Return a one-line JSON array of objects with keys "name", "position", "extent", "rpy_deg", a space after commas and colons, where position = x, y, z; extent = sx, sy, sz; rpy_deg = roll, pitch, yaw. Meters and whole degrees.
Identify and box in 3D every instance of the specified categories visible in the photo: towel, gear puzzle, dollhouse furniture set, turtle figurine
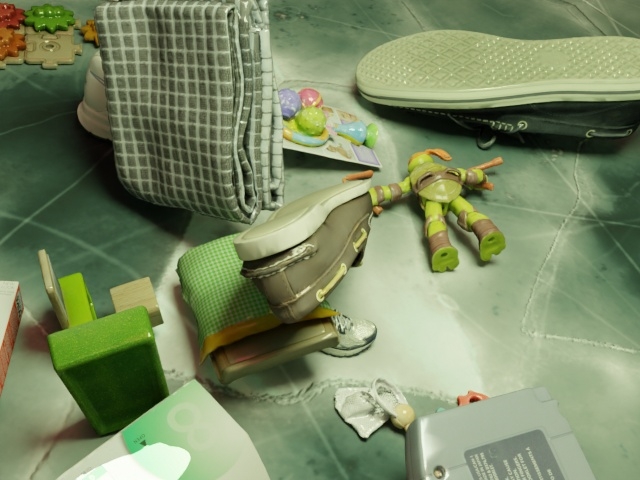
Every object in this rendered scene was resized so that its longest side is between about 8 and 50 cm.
[{"name": "towel", "position": [-0.165, -0.175, 1.032], "extent": [0.235, 0.284, 0.121], "rpy_deg": [13, 25, 38]}, {"name": "gear puzzle", "position": [-0.483, -0.351, 1.353], "extent": [0.338, 0.044, 0.175], "rpy_deg": [-3, 46, -15]}, {"name": "dollhouse furniture set", "position": [-0.141, 0.054, 0.905], "extent": [0.301, 0.151, 0.198], "rpy_deg": [-18, 51, -12]}, {"name": "turtle figurine", "position": [0.184, -0.065, 1.184], "extent": [0.269, 0.087, 0.217], "rpy_deg": [-7, 47, -19]}]

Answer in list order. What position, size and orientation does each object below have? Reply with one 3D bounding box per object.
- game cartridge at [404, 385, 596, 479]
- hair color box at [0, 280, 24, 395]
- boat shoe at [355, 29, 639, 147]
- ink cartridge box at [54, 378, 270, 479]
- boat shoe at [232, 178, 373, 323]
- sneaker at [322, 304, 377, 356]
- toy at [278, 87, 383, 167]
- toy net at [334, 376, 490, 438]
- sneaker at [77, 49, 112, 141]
[{"name": "game cartridge", "position": [0.201, 0.301, 0.805], "extent": [0.196, 0.060, 0.294], "rpy_deg": [-7, 61, -24]}, {"name": "hair color box", "position": [-0.391, 0.120, 0.895], "extent": [0.093, 0.053, 0.167], "rpy_deg": [3, 44, -8]}, {"name": "boat shoe", "position": [0.306, -0.243, 1.352], "extent": [0.500, 0.156, 0.187], "rpy_deg": [2, 49, 6]}, {"name": "ink cartridge box", "position": [-0.116, 0.265, 0.775], "extent": [0.224, 0.056, 0.181], "rpy_deg": [41, 46, 16]}, {"name": "boat shoe", "position": [0.000, 0.000, 0.932], "extent": [0.116, 0.097, 0.324], "rpy_deg": [-18, 8, 19]}, {"name": "sneaker", "position": [0.006, 0.104, 0.995], "extent": [0.135, 0.058, 0.052], "rpy_deg": [3, 45, -10]}, {"name": "toy", "position": [-0.012, -0.189, 1.231], "extent": [0.237, 0.056, 0.137], "rpy_deg": [12, 39, -33]}, {"name": "toy net", "position": [0.133, 0.198, 0.939], "extent": [0.232, 0.045, 0.122], "rpy_deg": [20, 45, 8]}, {"name": "sneaker", "position": [-0.213, -0.191, 1.193], "extent": [0.297, 0.129, 0.111], "rpy_deg": [14, 41, -1]}]
